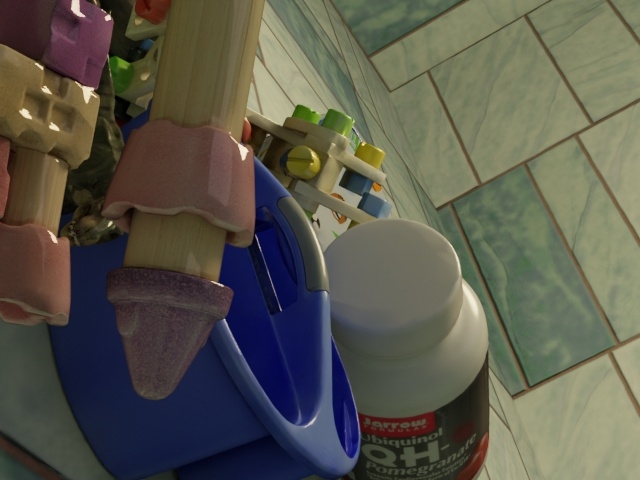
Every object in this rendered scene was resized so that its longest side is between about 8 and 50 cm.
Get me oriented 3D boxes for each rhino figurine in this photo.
[{"bbox_3d":[-0.226,-0.260,1.156,0.243,0.073,0.106,58,3,-4],"label":"rhino figurine"}]

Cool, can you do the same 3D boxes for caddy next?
[{"bbox_3d":[-0.078,0.042,0.845,0.241,0.179,0.341,42,23,-54],"label":"caddy"}]

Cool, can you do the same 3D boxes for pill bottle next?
[{"bbox_3d":[0.079,0.127,1.076,0.319,0.176,0.176,78,-5,-50],"label":"pill bottle"}]

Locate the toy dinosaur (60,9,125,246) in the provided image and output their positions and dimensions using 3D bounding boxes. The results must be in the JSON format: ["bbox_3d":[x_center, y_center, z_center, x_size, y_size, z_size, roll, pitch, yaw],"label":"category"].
[{"bbox_3d":[-0.184,-0.058,0.775,0.064,0.118,0.268,51,16,-41],"label":"toy dinosaur"}]

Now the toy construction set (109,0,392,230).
[{"bbox_3d":[-0.084,-0.117,1.038,0.327,0.151,0.215,43,-10,-39],"label":"toy construction set"}]

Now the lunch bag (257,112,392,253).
[{"bbox_3d":[0.000,0.000,1.287,0.303,0.115,0.243,67,27,-9],"label":"lunch bag"}]

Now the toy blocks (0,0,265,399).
[{"bbox_3d":[-0.219,-0.019,0.447,0.288,0.309,0.260,23,71,-52],"label":"toy blocks"}]
